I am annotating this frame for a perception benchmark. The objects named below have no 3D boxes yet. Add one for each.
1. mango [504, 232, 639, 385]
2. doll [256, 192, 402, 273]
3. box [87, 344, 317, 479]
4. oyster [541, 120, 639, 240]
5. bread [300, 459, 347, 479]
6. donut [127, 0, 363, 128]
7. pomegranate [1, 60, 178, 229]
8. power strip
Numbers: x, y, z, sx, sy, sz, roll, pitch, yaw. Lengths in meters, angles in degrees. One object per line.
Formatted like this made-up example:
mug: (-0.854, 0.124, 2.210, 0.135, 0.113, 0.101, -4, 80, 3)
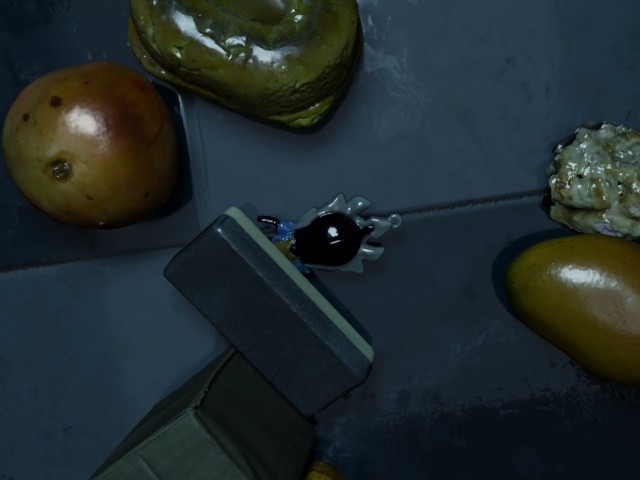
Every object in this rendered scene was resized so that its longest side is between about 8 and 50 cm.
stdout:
mango: (0.320, 0.069, 0.995, 0.221, 0.120, 0.151, 35, 99, 8)
doll: (0.000, 0.000, 1.024, 0.195, 0.070, 0.096, -14, 100, 11)
box: (-0.120, 0.236, 0.953, 0.155, 0.231, 0.149, -38, 93, 11)
oyster: (0.354, -0.078, 1.007, 0.191, 0.081, 0.163, -44, 87, 0)
bread: (-0.053, 0.447, 1.023, 0.185, 0.109, 0.380, 37, 95, 12)
donut: (-0.079, -0.250, 0.964, 0.261, 0.128, 0.208, 19, 77, 2)
pomegranate: (-0.246, -0.101, 0.969, 0.191, 0.191, 0.191, 0, 94, 1)
power strip: (-0.052, 0.087, 1.004, 0.105, 0.070, 0.256, -37, 100, 29)
